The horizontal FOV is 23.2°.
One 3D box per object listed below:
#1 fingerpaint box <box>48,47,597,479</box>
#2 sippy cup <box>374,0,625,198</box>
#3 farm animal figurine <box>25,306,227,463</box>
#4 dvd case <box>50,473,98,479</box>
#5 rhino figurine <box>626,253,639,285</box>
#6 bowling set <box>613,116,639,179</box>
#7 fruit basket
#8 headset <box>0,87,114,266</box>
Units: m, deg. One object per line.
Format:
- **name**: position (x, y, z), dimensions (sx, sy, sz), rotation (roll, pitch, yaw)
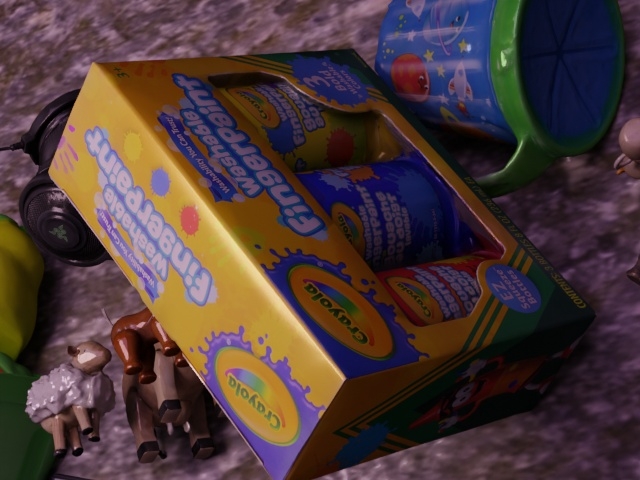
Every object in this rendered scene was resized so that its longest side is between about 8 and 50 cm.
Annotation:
- **fingerpaint box**: position (0.000, 0.000, 1.597), dimensions (0.445, 0.371, 0.163), rotation (51, 130, 29)
- **sippy cup**: position (0.194, -0.211, 1.778), dimensions (0.224, 0.240, 0.305), rotation (4, 37, 41)
- **farm animal figurine**: position (-0.127, 0.116, 1.753), dimensions (0.327, 0.330, 0.172), rotation (-44, 50, 36)
- **dvd case**: position (-0.233, 0.368, 1.782), dimensions (0.253, 0.022, 0.180), rotation (3, 65, 30)
- **rhino figurine**: position (0.441, 0.044, 1.582), dimensions (0.243, 0.073, 0.106), rotation (26, 80, 35)
- **bowling set**: position (0.466, -0.102, 1.631), dimensions (0.287, 0.154, 0.200), rotation (-34, 71, 5)
- **fruit basket**: position (-0.470, 0.130, 1.912), dimensions (0.392, 0.283, 0.392), rotation (-6, 78, 28)
- **headset**: position (-0.305, -0.062, 1.928), dimensions (0.394, 0.185, 0.243), rotation (7, 42, -12)
